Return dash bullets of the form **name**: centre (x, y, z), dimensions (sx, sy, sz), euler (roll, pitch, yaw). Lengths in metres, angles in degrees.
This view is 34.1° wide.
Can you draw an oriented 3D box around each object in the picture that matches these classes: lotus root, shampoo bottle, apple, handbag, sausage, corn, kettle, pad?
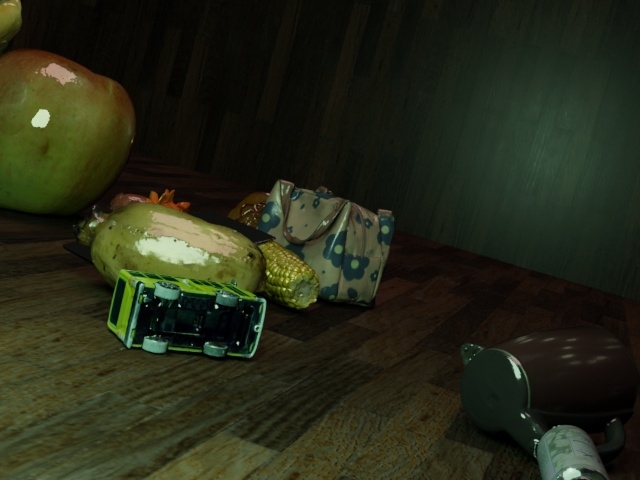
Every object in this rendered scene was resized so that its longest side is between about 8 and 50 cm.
- **lotus root**: centre (-0.216, 0.026, 1.487), dimensions (0.284, 0.146, 0.160), euler (21, -14, -3)
- **shampoo bottle**: centre (0.258, 0.243, 1.052), dimensions (0.072, 0.072, 0.214), euler (16, 7, 6)
- **apple**: centre (-0.526, -0.194, 1.994), dimensions (0.338, 0.305, 0.338), euler (17, -4, 1)
- **handbag**: centre (0.000, 0.000, 1.965), dimensions (0.251, 0.193, 0.190), euler (22, 5, 42)
- **sausage**: centre (-0.359, -0.054, 2.129), dimensions (0.141, 0.076, 0.076), euler (18, 7, 0)
- **corn**: centre (-0.107, 0.041, 1.801), dimensions (0.101, 0.101, 0.310), euler (11, 8, -31)
- **kettle**: centre (0.288, 0.202, 1.304), dimensions (0.232, 0.144, 0.202), euler (0, 46, -44)
- **pad**: centre (-0.252, 0.003, 1.752), dimensions (0.300, 0.005, 0.202), euler (-16, 25, -38)

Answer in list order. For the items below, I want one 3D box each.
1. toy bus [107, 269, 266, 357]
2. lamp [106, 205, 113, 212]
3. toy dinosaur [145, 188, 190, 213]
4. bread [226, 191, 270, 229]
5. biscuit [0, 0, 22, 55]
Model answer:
- **toy bus**: centre (-0.165, 0.090, 1.290), dimensions (0.175, 0.088, 0.101), euler (9, 7, -33)
- **lamp**: centre (-0.399, -0.031, 2.033), dimensions (0.054, 0.041, 0.121), euler (21, 6, -29)
- **toy dinosaur**: centre (-0.301, -0.043, 1.975), dimensions (0.070, 0.117, 0.288), euler (17, 4, 12)
- **bread**: centre (-0.134, -0.043, 2.356), dimensions (0.156, 0.125, 0.086), euler (12, -12, 13)
- **biscuit**: centre (-0.764, -0.285, 1.939), dimensions (0.429, 0.104, 0.446), euler (-25, 14, 34)
